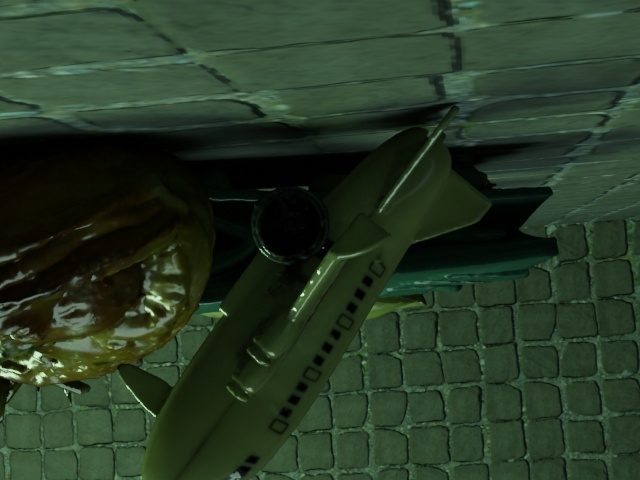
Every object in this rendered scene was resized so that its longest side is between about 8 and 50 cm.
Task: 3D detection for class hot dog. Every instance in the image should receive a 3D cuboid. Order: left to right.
[{"bbox_3d":[-0.181,0.018,0.646,0.272,0.122,0.196,-3,169,33],"label":"hot dog"}]

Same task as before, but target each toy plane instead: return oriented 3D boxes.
[{"bbox_3d":[-0.013,0.032,0.590,0.244,0.092,0.229,-46,177,0],"label":"toy plane"}]

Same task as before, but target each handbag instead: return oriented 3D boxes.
[{"bbox_3d":[-0.003,-0.005,0.841,0.274,0.100,0.269,-5,175,-11],"label":"handbag"}]

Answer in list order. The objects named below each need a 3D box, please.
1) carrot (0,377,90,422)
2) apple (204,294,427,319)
[{"bbox_3d":[-0.341,0.070,0.844,0.331,0.214,0.193,2,-160,-44],"label":"carrot"},{"bbox_3d":[-0.051,0.019,1.126,0.193,0.120,0.265,14,164,-43],"label":"apple"}]
